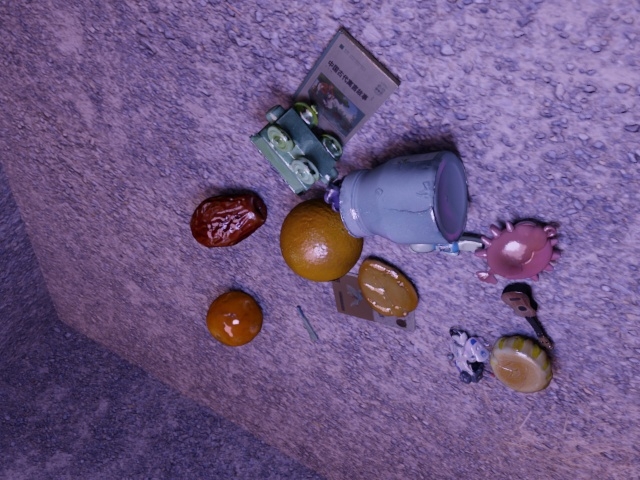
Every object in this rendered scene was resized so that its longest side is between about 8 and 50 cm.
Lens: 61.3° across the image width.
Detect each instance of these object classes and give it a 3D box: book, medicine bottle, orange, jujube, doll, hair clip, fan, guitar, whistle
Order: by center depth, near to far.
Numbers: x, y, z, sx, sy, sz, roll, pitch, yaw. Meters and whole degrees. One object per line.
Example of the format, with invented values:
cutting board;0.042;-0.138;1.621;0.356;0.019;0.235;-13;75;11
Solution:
medicine bottle;0.220;-0.106;1.454;0.290;0.245;0.245;-1;126;35
book;0.059;-0.402;1.464;0.215;0.025;0.283;42;141;-3
doll;0.534;0.039;1.480;0.211;0.093;0.262;31;132;-3
hair clip;0.093;-0.129;1.587;0.195;0.124;0.052;26;177;-43
whistle;0.363;0.001;1.590;0.236;0.077;0.114;3;136;26
guitar;0.639;0.236;1.635;0.084;0.038;0.271;-13;124;47
orange;0.000;0.000;1.699;0.274;0.274;0.274;19;136;20
jujube;-0.332;-0.075;1.925;0.290;0.197;0.197;-17;117;27
book;0.188;0.216;1.947;0.310;0.021;0.217;11;133;26
fan;-0.056;0.343;2.241;0.038;0.016;0.193;-2;127;33
orange;-0.366;0.333;2.297;0.240;0.240;0.240;19;136;20

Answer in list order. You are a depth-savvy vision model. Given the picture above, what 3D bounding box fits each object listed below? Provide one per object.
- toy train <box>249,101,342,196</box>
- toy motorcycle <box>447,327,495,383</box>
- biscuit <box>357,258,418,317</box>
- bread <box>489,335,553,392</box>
toy train;-0.065;-0.268;1.567;0.271;0.159;0.188;49;155;-15
toy motorcycle;0.509;0.399;1.840;0.150;0.102;0.221;22;138;48
biscuit;0.218;0.166;1.834;0.203;0.041;0.260;-13;120;41
bread;0.643;0.391;1.723;0.213;0.105;0.213;27;139;27
